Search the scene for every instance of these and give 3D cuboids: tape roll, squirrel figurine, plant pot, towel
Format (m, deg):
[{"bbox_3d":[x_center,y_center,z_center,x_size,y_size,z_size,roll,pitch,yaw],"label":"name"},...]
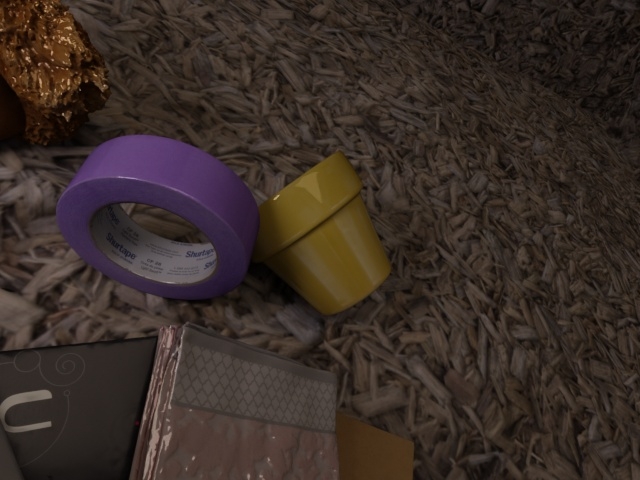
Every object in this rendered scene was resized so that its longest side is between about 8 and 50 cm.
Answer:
[{"bbox_3d":[-0.234,-0.021,0.682,0.275,0.275,0.090,22,48,-16],"label":"tape roll"},{"bbox_3d":[-0.511,-0.313,0.660,0.397,0.370,0.281,10,53,-25],"label":"squirrel figurine"},{"bbox_3d":[0.000,0.000,0.851,0.239,0.254,0.254,55,46,-8],"label":"plant pot"},{"bbox_3d":[-0.081,0.294,0.577,0.332,0.053,0.316,32,46,-41],"label":"towel"}]

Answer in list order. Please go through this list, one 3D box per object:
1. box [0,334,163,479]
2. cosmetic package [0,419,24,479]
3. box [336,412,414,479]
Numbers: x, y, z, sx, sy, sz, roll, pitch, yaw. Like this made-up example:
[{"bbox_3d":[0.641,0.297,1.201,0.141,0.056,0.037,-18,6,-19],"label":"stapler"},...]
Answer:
[{"bbox_3d":[-0.323,0.215,0.529,0.271,0.143,0.165,0,69,-32],"label":"box"},{"bbox_3d":[-0.394,0.222,0.220,0.328,0.329,0.393,-28,77,-12],"label":"cosmetic package"},{"bbox_3d":[0.063,0.382,0.742,0.201,0.021,0.164,26,48,-13],"label":"box"}]
